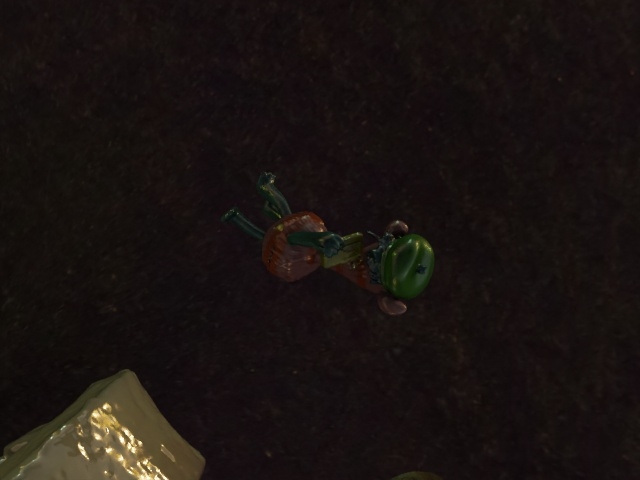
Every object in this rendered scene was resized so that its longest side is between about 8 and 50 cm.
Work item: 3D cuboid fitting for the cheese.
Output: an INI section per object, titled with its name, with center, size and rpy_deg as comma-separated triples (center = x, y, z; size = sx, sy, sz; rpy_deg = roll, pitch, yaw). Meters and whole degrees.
[cheese]
center = -0.279, 0.276, 0.714
size = 0.153, 0.292, 0.332
rpy_deg = 55, 37, -3

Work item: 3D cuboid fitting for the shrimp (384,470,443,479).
[shrimp]
center = 0.042, 0.221, 0.328
size = 0.178, 0.075, 0.289
rpy_deg = -43, 120, -50

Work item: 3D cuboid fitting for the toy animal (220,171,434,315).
[toy animal]
center = 0.000, 0.000, 0.711
size = 0.100, 0.208, 0.103
rpy_deg = -61, 149, -3
